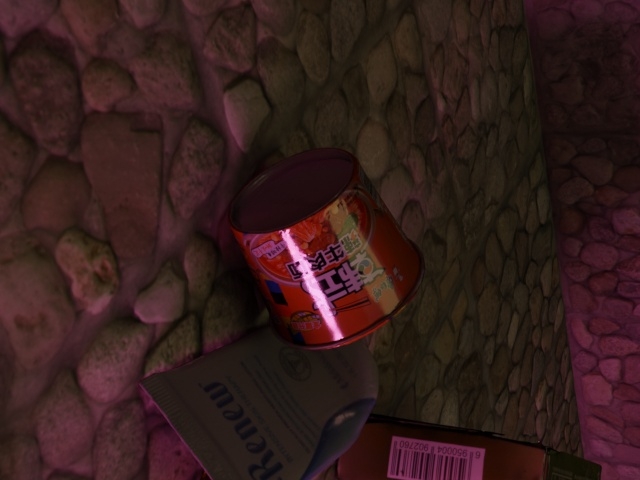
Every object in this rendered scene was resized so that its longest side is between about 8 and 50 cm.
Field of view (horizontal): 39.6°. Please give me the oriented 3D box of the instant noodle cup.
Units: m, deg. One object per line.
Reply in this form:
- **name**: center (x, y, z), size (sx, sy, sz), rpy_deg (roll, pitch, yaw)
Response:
- **instant noodle cup**: center (0.000, 0.000, 1.253), size (0.250, 0.250, 0.192), rpy_deg (-57, 131, -40)

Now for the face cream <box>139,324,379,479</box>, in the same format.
- **face cream**: center (-0.053, 0.227, 1.259), size (0.234, 0.137, 0.420), rpy_deg (53, 31, 10)

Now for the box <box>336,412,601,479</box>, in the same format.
- **box**: center (0.286, 0.431, 1.647), size (0.420, 0.373, 0.138), rpy_deg (34, 63, -56)

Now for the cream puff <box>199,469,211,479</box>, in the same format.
- **cream puff**: center (-0.100, 0.349, 1.220), size (0.165, 0.115, 0.150), rpy_deg (53, 20, -4)
